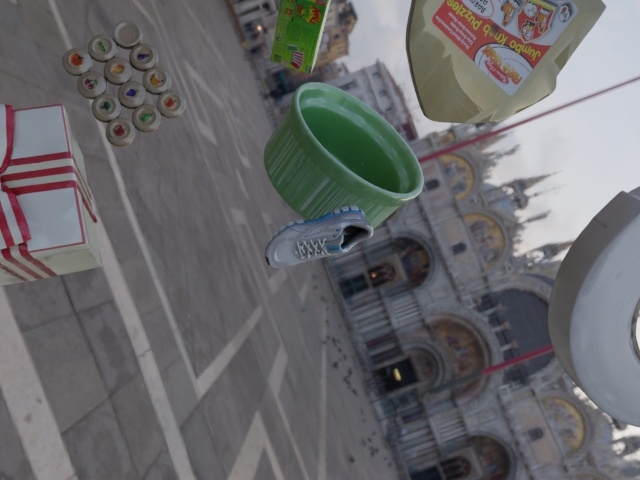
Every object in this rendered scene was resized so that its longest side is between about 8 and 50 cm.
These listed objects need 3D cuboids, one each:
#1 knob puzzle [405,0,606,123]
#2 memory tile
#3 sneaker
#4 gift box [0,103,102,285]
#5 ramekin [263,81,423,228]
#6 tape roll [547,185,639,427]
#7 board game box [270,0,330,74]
[{"bbox_3d":[0.159,-0.200,0.645,0.030,0.213,0.213,-128,-165,-61],"label":"knob puzzle"},{"bbox_3d":[-0.251,-0.203,0.857,0.148,0.113,0.012,57,-12,6],"label":"memory tile"},{"bbox_3d":[0.000,0.000,1.109,0.083,0.191,0.071,-131,-160,-60],"label":"sneaker"},{"bbox_3d":[-0.501,-0.049,1.044,0.258,0.276,0.255,132,-58,-72],"label":"gift box"},{"bbox_3d":[0.037,-0.149,1.297,0.303,0.148,0.303,28,35,-22],"label":"ramekin"},{"bbox_3d":[0.523,0.092,0.958,0.072,0.392,0.392,-112,-179,-67],"label":"tape roll"},{"bbox_3d":[-0.042,-0.432,1.366,0.181,0.092,0.043,110,-1,-56],"label":"board game box"}]
